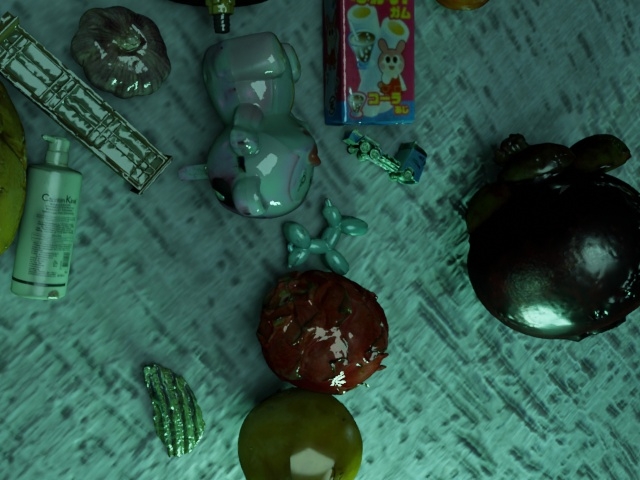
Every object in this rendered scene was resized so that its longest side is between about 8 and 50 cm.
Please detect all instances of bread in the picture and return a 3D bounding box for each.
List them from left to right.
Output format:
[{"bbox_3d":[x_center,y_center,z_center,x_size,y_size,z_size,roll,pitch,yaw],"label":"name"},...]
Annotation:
[{"bbox_3d":[-0.508,-0.109,0.943,0.143,0.195,0.269,2,80,-18],"label":"bread"}]

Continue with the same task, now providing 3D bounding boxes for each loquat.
[{"bbox_3d":[-0.039,0.391,1.220,0.235,0.235,0.234,-4,101,-23],"label":"loquat"}]

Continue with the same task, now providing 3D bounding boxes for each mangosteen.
[{"bbox_3d":[0.496,-0.005,1.327,0.381,0.381,0.421,15,64,-25],"label":"mangosteen"}]

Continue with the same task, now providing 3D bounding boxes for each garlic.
[{"bbox_3d":[-0.321,-0.306,1.045,0.159,0.102,0.147,40,77,-23],"label":"garlic"}]

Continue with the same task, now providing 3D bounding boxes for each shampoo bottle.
[{"bbox_3d":[-0.442,-0.039,1.049,0.085,0.085,0.262,8,95,-25],"label":"shampoo bottle"}]

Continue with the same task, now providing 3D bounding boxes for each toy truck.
[{"bbox_3d":[0.130,-0.181,1.289,0.175,0.067,0.081,29,81,-22],"label":"toy truck"}]

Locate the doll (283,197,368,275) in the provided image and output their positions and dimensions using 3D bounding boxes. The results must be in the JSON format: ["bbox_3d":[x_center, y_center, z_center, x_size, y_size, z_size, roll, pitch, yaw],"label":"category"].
[{"bbox_3d":[0.000,0.000,1.263,0.159,0.059,0.159,33,87,-27],"label":"doll"}]

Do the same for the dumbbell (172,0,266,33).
[{"bbox_3d":[-0.171,-0.533,1.030,0.185,0.185,0.388,-6,102,-23],"label":"dumbbell"}]

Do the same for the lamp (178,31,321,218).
[{"bbox_3d":[-0.130,-0.183,1.111,0.248,0.247,0.300,-8,96,9],"label":"lamp"}]

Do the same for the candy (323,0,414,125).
[{"bbox_3d":[0.091,-0.372,1.218,0.157,0.100,0.305,-6,102,-22],"label":"candy"}]

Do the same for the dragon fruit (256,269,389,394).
[{"bbox_3d":[0.004,0.169,1.207,0.252,0.241,0.240,5,97,-40],"label":"dragon fruit"}]

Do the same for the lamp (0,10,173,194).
[{"bbox_3d":[-0.392,-0.211,1.039,0.325,0.090,0.089,44,80,-25],"label":"lamp"}]

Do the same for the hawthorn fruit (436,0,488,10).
[{"bbox_3d":[0.286,-0.514,1.264,0.138,0.133,0.132,4,97,-28],"label":"hawthorn fruit"}]

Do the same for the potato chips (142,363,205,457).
[{"bbox_3d":[-0.274,0.314,1.215,0.092,0.028,0.207,-17,107,-21],"label":"potato chips"}]
